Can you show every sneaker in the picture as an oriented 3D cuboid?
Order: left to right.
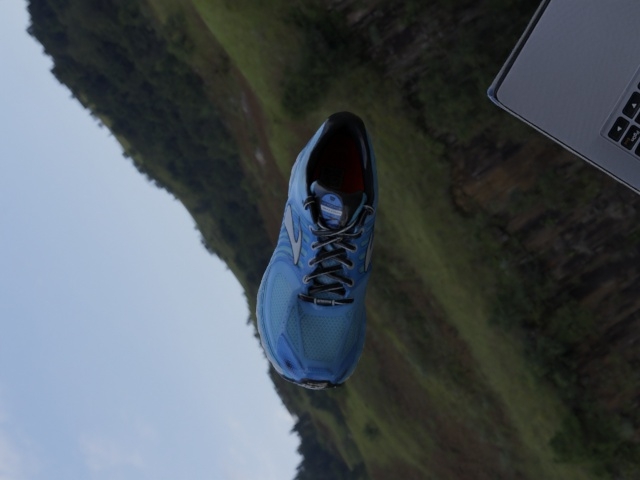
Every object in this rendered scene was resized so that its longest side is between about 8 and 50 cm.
[{"bbox_3d":[0.000,0.000,0.444,0.073,0.064,0.162,104,171,-67],"label":"sneaker"}]

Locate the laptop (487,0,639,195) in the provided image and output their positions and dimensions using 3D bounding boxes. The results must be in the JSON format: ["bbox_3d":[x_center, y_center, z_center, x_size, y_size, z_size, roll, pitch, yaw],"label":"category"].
[{"bbox_3d":[0.422,-0.168,0.600,0.408,0.381,0.236,29,-175,-13],"label":"laptop"}]
